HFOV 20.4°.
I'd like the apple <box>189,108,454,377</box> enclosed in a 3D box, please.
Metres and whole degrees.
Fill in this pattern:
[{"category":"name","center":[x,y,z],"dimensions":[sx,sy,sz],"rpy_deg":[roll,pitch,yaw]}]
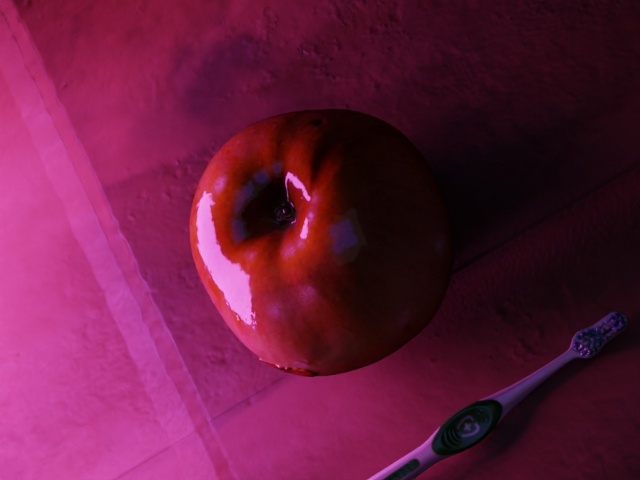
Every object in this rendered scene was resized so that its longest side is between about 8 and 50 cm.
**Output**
[{"category":"apple","center":[0.000,0.000,1.338],"dimensions":[0.209,0.164,0.209],"rpy_deg":[-7,71,20]}]

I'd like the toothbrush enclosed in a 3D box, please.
[{"category":"toothbrush","center":[0.104,0.144,1.335],"dimensions":[0.304,0.030,0.030],"rpy_deg":[-36,66,9]}]
